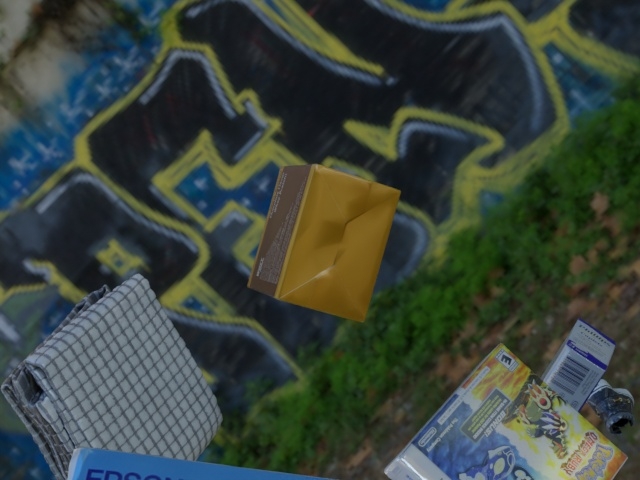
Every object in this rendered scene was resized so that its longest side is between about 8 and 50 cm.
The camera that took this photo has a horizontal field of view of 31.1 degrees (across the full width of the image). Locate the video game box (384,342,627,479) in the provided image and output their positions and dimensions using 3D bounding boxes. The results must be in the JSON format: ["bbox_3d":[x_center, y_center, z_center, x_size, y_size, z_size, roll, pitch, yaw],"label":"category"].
[{"bbox_3d":[0.198,0.236,1.208,0.205,0.187,0.048,-41,-9,-36],"label":"video game box"}]

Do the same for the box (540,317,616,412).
[{"bbox_3d":[0.384,0.205,1.753,0.126,0.072,0.137,-62,-11,23],"label":"box"}]

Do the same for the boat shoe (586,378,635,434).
[{"bbox_3d":[0.517,0.303,2.004,0.065,0.083,0.183,-40,-34,16],"label":"boat shoe"}]

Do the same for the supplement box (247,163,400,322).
[{"bbox_3d":[0.000,0.000,1.633,0.194,0.129,0.191,-172,98,-74],"label":"supplement box"}]

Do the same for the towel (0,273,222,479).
[{"bbox_3d":[-0.285,0.222,1.577,0.121,0.284,0.235,-12,25,40],"label":"towel"}]

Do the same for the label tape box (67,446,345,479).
[{"bbox_3d":[-0.027,0.291,0.533,0.115,0.249,0.348,101,176,-61],"label":"label tape box"}]
